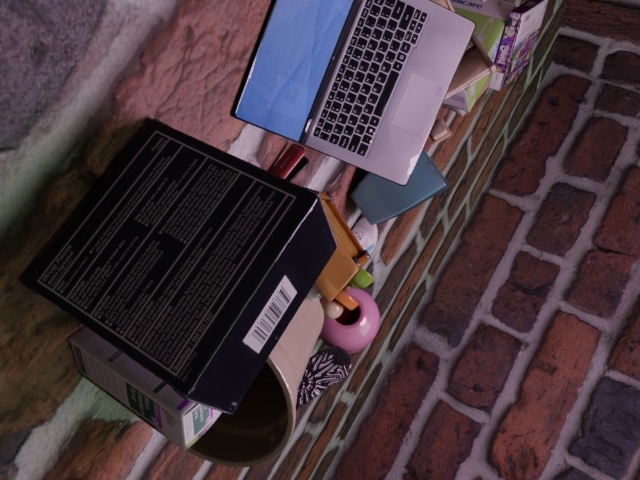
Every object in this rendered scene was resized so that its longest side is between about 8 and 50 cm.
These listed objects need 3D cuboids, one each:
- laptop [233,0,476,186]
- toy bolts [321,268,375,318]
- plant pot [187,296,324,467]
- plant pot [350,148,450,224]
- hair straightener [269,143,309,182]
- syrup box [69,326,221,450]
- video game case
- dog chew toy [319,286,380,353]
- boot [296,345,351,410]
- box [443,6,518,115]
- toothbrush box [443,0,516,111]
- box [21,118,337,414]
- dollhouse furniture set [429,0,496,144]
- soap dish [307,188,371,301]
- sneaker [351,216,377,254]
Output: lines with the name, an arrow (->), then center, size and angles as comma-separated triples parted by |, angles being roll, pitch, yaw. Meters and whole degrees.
laptop -> 0.091, -0.340, 1.057 | 0.236, 0.408, 0.381 | -117, -131, -75
toy bolts -> 0.007, 0.093, 1.469 | 0.158, 0.218, 0.228 | -51, -170, -1
plant pot -> -0.145, 0.203, 1.060 | 0.305, 0.334, 0.333 | -48, 155, -58
plant pot -> 0.215, -0.152, 1.530 | 0.234, 0.165, 0.166 | -37, 174, 16
hair straightener -> -0.097, -0.091, 1.143 | 0.230, 0.047, 0.089 | -57, 157, -14
syrup box -> -0.268, 0.209, 0.848 | 0.096, 0.237, 0.093 | -42, 150, -42
video game case -> 0.557, -0.556, 1.525 | 0.232, 0.042, 0.210 | -41, 148, -41
dog chew toy -> 0.087, 0.274, 1.763 | 0.206, 0.207, 0.332 | -56, 165, -18
boot -> -0.086, 0.440, 1.643 | 0.348, 0.131, 0.260 | -17, 167, -24
box -> 0.469, -0.553, 1.645 | 0.311, 0.121, 0.148 | -51, 140, 8
toothbrush box -> 0.379, -0.528, 1.499 | 0.283, 0.206, 0.122 | -61, 157, -7
box -> -0.181, 0.031, 0.769 | 0.296, 0.294, 0.182 | -57, 159, -15
dollhouse furniture set -> 0.338, -0.443, 1.294 | 0.303, 0.355, 0.174 | -29, 166, 20
soap dish -> 0.000, 0.000, 1.144 | 0.118, 0.229, 0.291 | -33, 177, 10
sneaker -> 0.102, 0.022, 1.652 | 0.228, 0.087, 0.092 | -60, 155, -13
